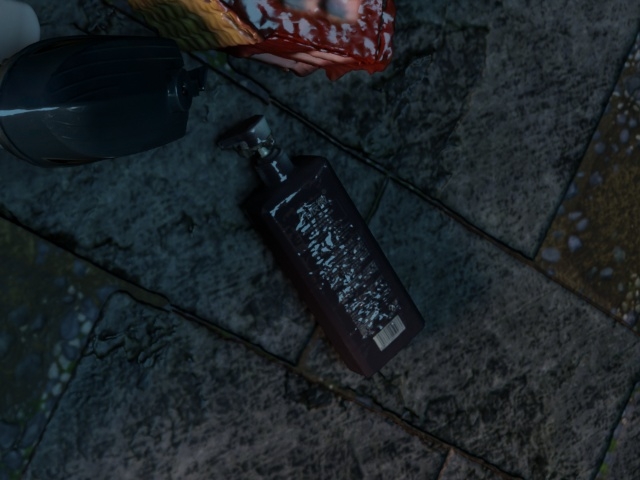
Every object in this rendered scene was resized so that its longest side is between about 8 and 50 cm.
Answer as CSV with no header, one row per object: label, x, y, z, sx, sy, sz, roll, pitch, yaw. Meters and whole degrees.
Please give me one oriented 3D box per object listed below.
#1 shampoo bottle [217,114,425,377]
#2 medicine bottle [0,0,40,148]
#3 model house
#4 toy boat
shampoo bottle,0.000,-0.001,1.367,0.098,0.071,0.309,-41,116,-19
medicine bottle,-0.322,-0.133,1.149,0.119,0.069,0.183,6,93,-42
model house,-0.075,-0.255,1.212,0.254,0.196,0.160,10,92,-31
toy boat,-0.212,-0.125,1.132,0.296,0.122,0.114,-28,114,-68
